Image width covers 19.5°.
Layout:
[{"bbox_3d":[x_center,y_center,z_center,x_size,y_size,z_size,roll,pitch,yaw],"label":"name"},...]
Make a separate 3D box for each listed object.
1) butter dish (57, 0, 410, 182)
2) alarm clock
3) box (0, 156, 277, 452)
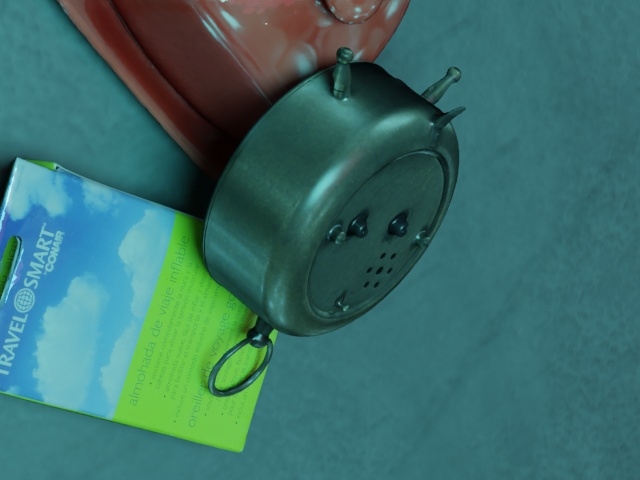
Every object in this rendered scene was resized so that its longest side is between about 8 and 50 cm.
[{"bbox_3d":[-0.016,-0.123,0.891,0.160,0.118,0.160,-54,126,-20],"label":"butter dish"},{"bbox_3d":[0.000,0.000,0.887,0.129,0.064,0.192,0,127,-57],"label":"alarm clock"},{"bbox_3d":[-0.098,0.032,0.898,0.178,0.042,0.109,20,84,-41],"label":"box"}]
